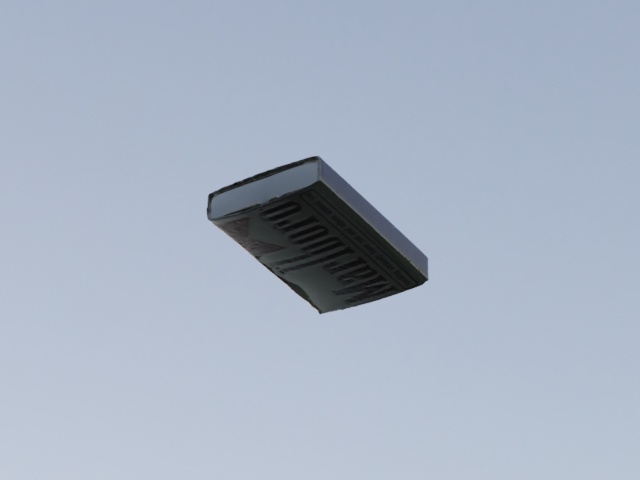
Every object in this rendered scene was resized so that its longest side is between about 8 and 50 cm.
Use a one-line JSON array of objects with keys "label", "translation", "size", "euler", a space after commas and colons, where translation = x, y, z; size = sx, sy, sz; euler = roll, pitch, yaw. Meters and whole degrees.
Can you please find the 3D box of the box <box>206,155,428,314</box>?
[{"label": "box", "translation": [0.000, 0.000, 1.535], "size": [0.115, 0.036, 0.177], "euler": [-18, -38, 29]}]
